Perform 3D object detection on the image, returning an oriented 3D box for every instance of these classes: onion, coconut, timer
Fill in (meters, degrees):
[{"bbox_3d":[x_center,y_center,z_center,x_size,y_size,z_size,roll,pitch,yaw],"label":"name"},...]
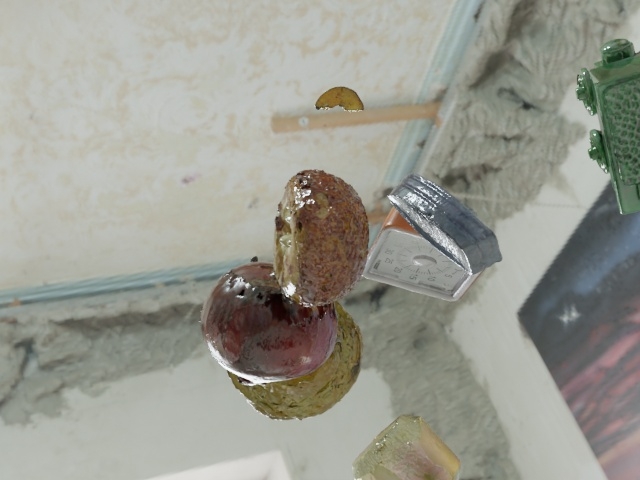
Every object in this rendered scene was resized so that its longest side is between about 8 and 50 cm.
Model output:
[{"bbox_3d":[-0.102,0.169,1.651,0.276,0.276,0.276,-16,-33,-11],"label":"onion"},{"bbox_3d":[0.137,0.355,1.255,0.147,0.152,0.147,-41,-10,-9],"label":"coconut"},{"bbox_3d":[0.254,0.024,1.927,0.250,0.161,0.257,29,-31,4],"label":"timer"}]

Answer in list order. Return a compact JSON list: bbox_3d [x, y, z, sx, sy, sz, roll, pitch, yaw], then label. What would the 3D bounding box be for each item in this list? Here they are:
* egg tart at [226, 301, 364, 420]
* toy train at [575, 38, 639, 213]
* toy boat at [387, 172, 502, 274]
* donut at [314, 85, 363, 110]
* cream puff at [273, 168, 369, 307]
[{"bbox_3d":[-0.065,0.256,1.943,0.341,0.341,0.129,-22,-13,-1],"label":"egg tart"},{"bbox_3d":[0.519,-0.196,1.378,0.145,0.202,0.266,-16,-66,10],"label":"toy train"},{"bbox_3d":[0.230,-0.043,1.593,0.078,0.283,0.127,-40,-44,-8],"label":"toy boat"},{"bbox_3d":[0.032,-0.261,1.588,0.083,0.038,0.067,-31,-74,-3],"label":"donut"},{"bbox_3d":[0.000,0.001,1.420,0.164,0.240,0.240,2,-39,-22],"label":"cream puff"}]
